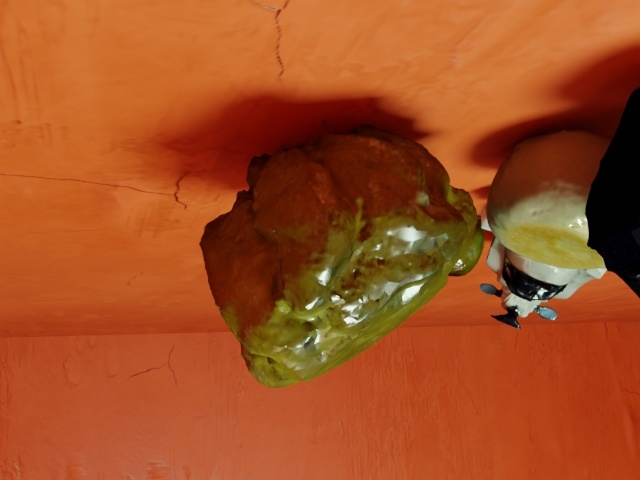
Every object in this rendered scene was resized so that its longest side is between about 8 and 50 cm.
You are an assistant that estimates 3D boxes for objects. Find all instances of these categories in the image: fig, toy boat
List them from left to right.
[{"bbox_3d":[0.181,0.000,0.896,0.098,0.082,0.084,-47,137,11],"label":"fig"},{"bbox_3d":[0.282,0.041,0.911,0.140,0.141,0.269,-4,159,3],"label":"toy boat"}]

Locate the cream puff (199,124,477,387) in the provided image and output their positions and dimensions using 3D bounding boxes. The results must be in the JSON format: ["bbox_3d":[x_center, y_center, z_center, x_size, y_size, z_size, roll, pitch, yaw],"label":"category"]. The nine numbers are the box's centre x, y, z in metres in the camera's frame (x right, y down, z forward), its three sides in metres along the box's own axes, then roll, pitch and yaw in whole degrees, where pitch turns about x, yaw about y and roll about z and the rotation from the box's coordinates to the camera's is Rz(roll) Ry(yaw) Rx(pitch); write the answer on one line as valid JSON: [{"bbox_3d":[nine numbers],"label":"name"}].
[{"bbox_3d":[0.011,0.013,0.587,0.244,0.196,0.244,-20,134,-23],"label":"cream puff"}]

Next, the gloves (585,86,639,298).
[{"bbox_3d":[0.334,0.008,0.510,0.301,0.197,0.152,20,-176,-28],"label":"gloves"}]

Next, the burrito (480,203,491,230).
[{"bbox_3d":[0.254,-0.044,0.718,0.064,0.064,0.203,8,165,-42],"label":"burrito"}]

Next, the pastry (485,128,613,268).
[{"bbox_3d":[0.224,-0.028,0.614,0.156,0.092,0.156,22,167,5],"label":"pastry"}]
